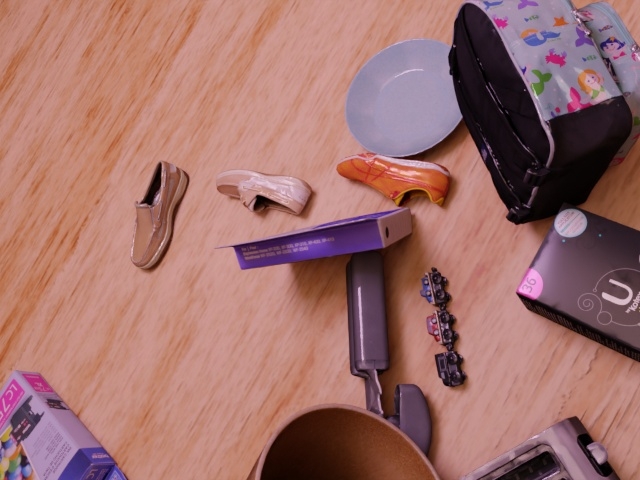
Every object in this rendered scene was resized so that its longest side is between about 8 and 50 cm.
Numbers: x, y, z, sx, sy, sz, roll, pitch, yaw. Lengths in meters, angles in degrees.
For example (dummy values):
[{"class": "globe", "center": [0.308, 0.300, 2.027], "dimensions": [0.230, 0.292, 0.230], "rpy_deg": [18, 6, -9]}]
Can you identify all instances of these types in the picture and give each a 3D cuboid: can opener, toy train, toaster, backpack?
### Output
[{"class": "can opener", "center": [0.088, 0.153, 0.800], "dimensions": [0.095, 0.076, 0.283], "rpy_deg": [1, 70, -7]}, {"class": "toy train", "center": [0.157, 0.112, 0.792], "dimensions": [0.036, 0.027, 0.158], "rpy_deg": [-20, 65, 31]}, {"class": "toaster", "center": [0.242, 0.297, 0.639], "dimensions": [0.186, 0.110, 0.168], "rpy_deg": [-35, 61, 12]}, {"class": "backpack", "center": [0.260, -0.179, 0.725], "dimensions": [0.191, 0.225, 0.253], "rpy_deg": [-24, 65, -3]}]

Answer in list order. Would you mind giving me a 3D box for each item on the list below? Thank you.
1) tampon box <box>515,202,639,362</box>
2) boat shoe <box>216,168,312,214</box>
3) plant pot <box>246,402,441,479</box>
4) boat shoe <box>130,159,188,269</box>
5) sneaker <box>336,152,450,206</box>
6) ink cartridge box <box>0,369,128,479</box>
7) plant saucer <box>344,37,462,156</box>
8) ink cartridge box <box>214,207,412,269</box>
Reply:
[{"class": "tampon box", "center": [0.327, 0.052, 0.683], "dimensions": [0.161, 0.101, 0.120], "rpy_deg": [27, 85, 31]}, {"class": "boat shoe", "center": [-0.099, -0.073, 0.958], "dimensions": [0.170, 0.063, 0.059], "rpy_deg": [7, 71, 27]}, {"class": "plant pot", "center": [-0.016, 0.351, 0.676], "dimensions": [0.254, 0.237, 0.237], "rpy_deg": [-54, 54, 36]}, {"class": "boat shoe", "center": [-0.294, -0.047, 1.039], "dimensions": [0.068, 0.072, 0.190], "rpy_deg": [8, 77, 28]}, {"class": "sneaker", "center": [0.096, -0.086, 0.868], "dimensions": [0.175, 0.064, 0.067], "rpy_deg": [13, 89, 32]}, {"class": "ink cartridge box", "center": [-0.457, 0.376, 0.988], "dimensions": [0.311, 0.065, 0.186], "rpy_deg": [32, 89, 29]}, {"class": "plant saucer", "center": [0.132, -0.208, 0.904], "dimensions": [0.195, 0.037, 0.195], "rpy_deg": [-8, 71, 24]}, {"class": "ink cartridge box", "center": [0.000, 0.000, 0.804], "dimensions": [0.206, 0.208, 0.045], "rpy_deg": [-10, 91, 23]}]
